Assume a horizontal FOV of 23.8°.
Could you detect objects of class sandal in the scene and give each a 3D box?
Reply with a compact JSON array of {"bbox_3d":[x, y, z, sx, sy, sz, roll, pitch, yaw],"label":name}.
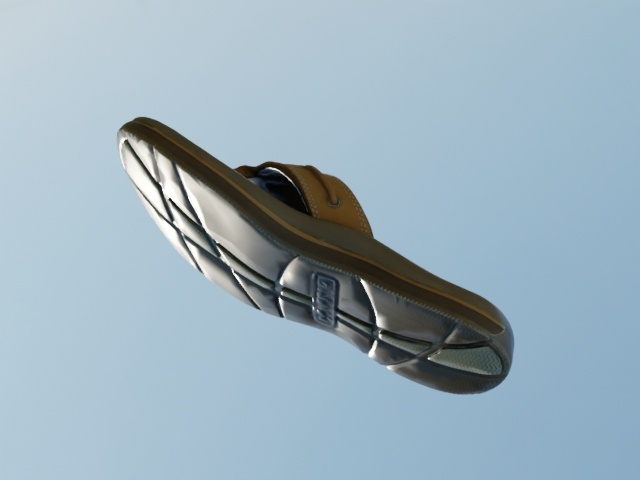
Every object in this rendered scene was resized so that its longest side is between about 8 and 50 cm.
[{"bbox_3d":[0.000,0.000,0.604,0.180,0.072,0.049,26,-121,12],"label":"sandal"}]
